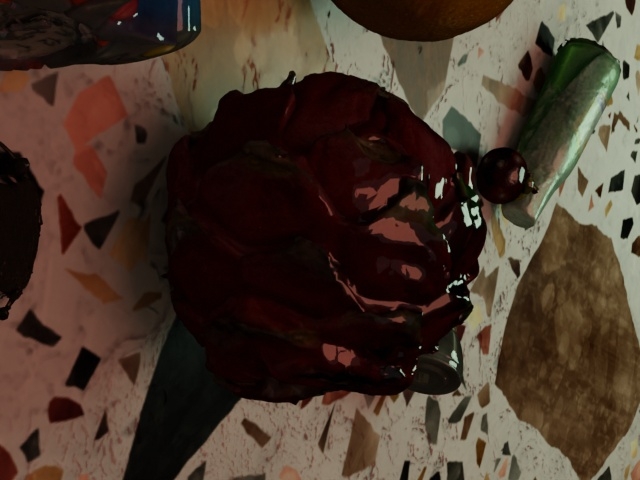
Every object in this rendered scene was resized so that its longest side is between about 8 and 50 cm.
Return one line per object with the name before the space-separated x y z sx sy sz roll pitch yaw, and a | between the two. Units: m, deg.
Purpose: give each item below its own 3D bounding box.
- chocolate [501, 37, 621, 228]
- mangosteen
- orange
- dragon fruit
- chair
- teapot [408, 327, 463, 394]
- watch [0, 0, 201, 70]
chocolate | 0.341 -0.151 1.676 0.110 0.110 0.291 50 60 -44
mangosteen | 0.252 -0.089 1.584 0.081 0.081 0.080 -13 107 -51
orange | 0.102 -0.333 1.209 0.264 0.264 0.264 -13 107 -51
dragon fruit | 0.002 0.000 1.090 0.329 0.329 0.329 -13 107 -51
chair | -0.290 -0.008 0.889 0.213 0.149 0.174 165 -69 -85
teapot | 0.135 0.130 1.467 0.124 0.092 0.090 64 32 -45
watch | -0.197 -0.272 0.864 0.305 0.242 0.274 2 81 -53
